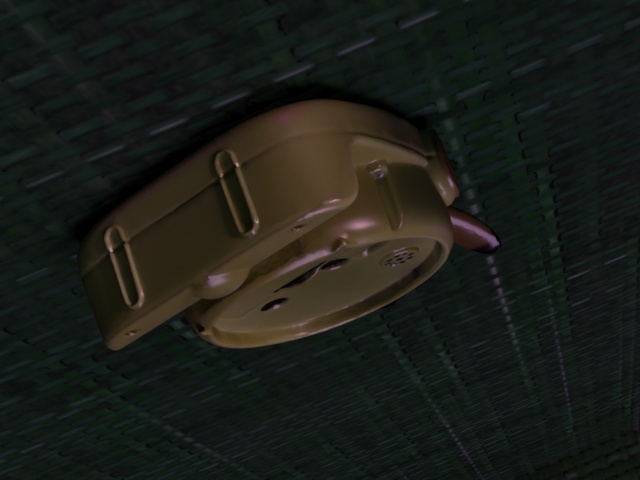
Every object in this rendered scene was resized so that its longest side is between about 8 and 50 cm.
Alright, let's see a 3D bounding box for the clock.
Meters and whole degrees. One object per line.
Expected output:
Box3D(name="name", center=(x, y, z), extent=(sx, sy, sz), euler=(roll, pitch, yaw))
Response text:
Box3D(name="clock", center=(0.000, 0.000, 0.819), extent=(0.170, 0.069, 0.232), euler=(-33, 158, 31))
